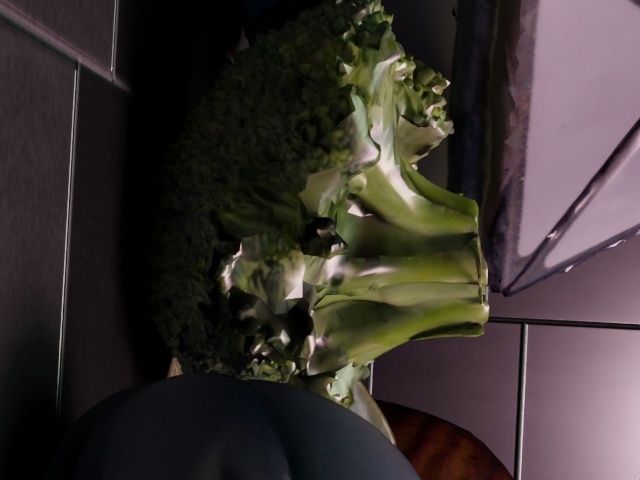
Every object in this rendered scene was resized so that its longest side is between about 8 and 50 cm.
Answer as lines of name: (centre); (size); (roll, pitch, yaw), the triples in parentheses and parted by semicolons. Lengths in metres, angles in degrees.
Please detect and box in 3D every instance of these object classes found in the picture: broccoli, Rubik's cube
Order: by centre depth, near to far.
broccoli: (-0.003, 0.001, 0.898); (0.198, 0.176, 0.226); (-15, 87, -73)
Rubik's cube: (0.135, -0.197, 1.057); (0.307, 0.305, 0.310); (48, -25, 38)

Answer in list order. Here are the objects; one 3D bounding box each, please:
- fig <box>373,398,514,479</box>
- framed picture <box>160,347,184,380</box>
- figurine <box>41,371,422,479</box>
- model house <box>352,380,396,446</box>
fig: (0.018, 0.263, 1.316); (0.321, 0.217, 0.217); (-46, 142, -54)
framed picture: (-0.076, 0.116, 1.037); (0.199, 0.010, 0.195); (-77, 169, -62)
figurine: (-0.041, 0.182, 0.660); (0.175, 0.197, 0.265); (-19, -113, 56)
model house: (-0.027, 0.136, 1.093); (0.165, 0.106, 0.152); (-51, -177, -7)
